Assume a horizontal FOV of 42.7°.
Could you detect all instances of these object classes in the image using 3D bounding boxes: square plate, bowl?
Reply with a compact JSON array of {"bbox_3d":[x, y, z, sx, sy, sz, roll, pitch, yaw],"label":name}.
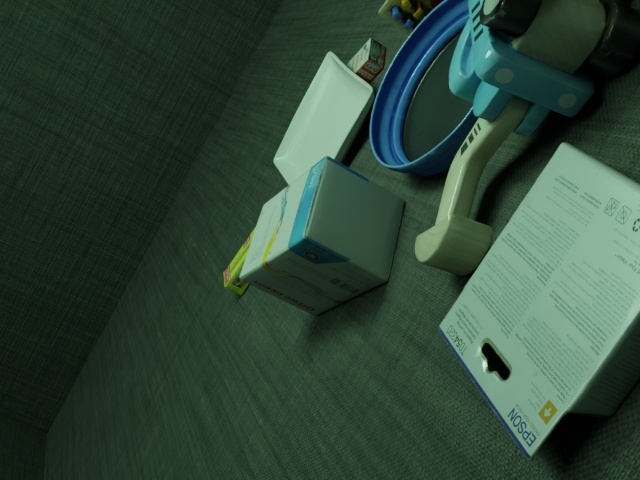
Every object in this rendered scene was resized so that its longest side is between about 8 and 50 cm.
[{"bbox_3d":[0.010,-0.285,2.123,0.347,0.049,0.344,-62,29,17],"label":"square plate"},{"bbox_3d":[0.245,-0.304,1.599,0.391,0.077,0.391,-43,33,38],"label":"bowl"}]

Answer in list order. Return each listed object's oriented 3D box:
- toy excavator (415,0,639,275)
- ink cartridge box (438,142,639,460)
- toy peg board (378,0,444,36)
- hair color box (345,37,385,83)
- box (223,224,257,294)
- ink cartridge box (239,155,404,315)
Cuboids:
[{"bbox_3d":[0.292,-0.218,1.312,0.445,0.222,0.433,119,164,-44],"label":"toy excavator"},{"bbox_3d":[0.312,0.067,1.046,0.330,0.071,0.324,-60,21,15],"label":"ink cartridge box"},{"bbox_3d":[0.236,-0.502,1.779,0.161,0.161,0.079,-49,21,30],"label":"toy peg board"},{"bbox_3d":[0.102,-0.447,2.182,0.167,0.053,0.093,-42,29,44],"label":"hair color box"},{"bbox_3d":[-0.181,0.032,2.236,0.232,0.058,0.087,-54,23,20],"label":"box"},{"bbox_3d":[0.000,0.000,1.664,0.270,0.198,0.197,-32,37,52],"label":"ink cartridge box"}]
